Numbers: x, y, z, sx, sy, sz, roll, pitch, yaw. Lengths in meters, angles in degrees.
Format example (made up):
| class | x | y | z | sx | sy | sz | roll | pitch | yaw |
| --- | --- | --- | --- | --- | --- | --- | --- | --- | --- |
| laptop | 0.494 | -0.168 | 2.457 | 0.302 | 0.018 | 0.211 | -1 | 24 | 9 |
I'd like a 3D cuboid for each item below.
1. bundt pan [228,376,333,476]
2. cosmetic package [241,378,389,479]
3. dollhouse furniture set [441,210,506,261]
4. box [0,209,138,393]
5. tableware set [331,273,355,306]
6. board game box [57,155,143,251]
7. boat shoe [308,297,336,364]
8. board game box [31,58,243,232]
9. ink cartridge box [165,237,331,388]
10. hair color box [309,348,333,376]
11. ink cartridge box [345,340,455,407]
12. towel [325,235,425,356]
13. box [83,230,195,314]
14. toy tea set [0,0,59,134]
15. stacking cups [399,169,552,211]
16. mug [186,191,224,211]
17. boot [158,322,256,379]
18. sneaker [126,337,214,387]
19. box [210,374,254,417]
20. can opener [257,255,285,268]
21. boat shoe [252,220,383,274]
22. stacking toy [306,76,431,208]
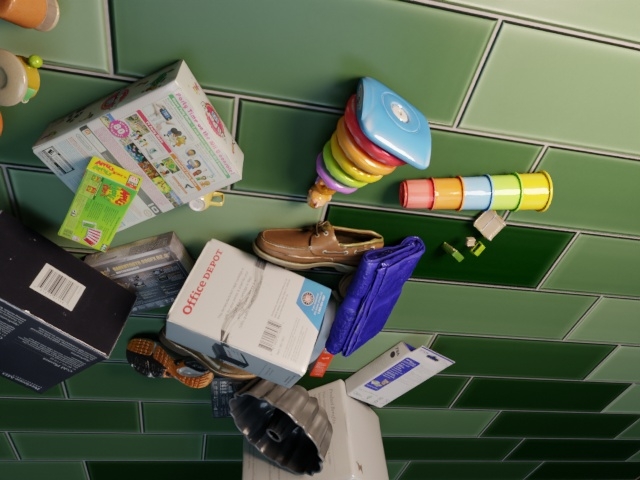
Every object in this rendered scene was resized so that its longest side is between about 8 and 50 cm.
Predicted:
| class | x | y | z | sx | sy | sz | roll | pitch | yaw |
| --- | --- | --- | --- | --- | --- | --- | --- | --- | --- |
| bundt pan | -0.103 | 0.524 | 1.357 | 0.331 | 0.124 | 0.330 | 20 | 131 | 25 |
| cosmetic package | -0.015 | 0.739 | 1.566 | 0.394 | 0.329 | 0.327 | -24 | 129 | 15 |
| dollhouse furniture set | 0.378 | -0.017 | 1.150 | 0.076 | 0.058 | 0.151 | 38 | 99 | -24 |
| box | -0.665 | 0.156 | 1.035 | 0.313 | 0.178 | 0.343 | -29 | 124 | 29 |
| tableware set | 0.098 | 0.141 | 1.239 | 0.128 | 0.039 | 0.194 | -34 | 136 | -7 |
| board game box | -0.419 | -0.064 | 0.879 | 0.092 | 0.043 | 0.181 | 25 | 125 | -25 |
| boat shoe | -0.090 | 0.266 | 1.286 | 0.157 | 0.135 | 0.367 | 17 | 137 | -16 |
| board game box | -0.334 | -0.169 | 0.887 | 0.304 | 0.097 | 0.224 | -19 | 131 | 12 |
| ink cartridge box | -0.160 | 0.165 | 1.054 | 0.308 | 0.223 | 0.129 | 24 | 144 | -5 |
| hair color box | 0.004 | 0.339 | 1.388 | 0.043 | 0.071 | 0.141 | 10 | 130 | -14 |
| ink cartridge box | 0.251 | 0.424 | 1.497 | 0.165 | 0.065 | 0.333 | 32 | 122 | -29 |
| towel | 0.141 | 0.144 | 1.142 | 0.228 | 0.076 | 0.308 | -16 | 137 | -44 |
| box | -0.423 | 0.087 | 1.126 | 0.231 | 0.056 | 0.183 | -15 | 130 | 7 |
| toy tea set | -0.550 | -0.290 | 0.770 | 0.336 | 0.124 | 0.199 | -21 | 101 | 16 |
| stacking cups | 0.338 | -0.108 | 1.020 | 0.317 | 0.096 | 0.095 | 0 | 131 | -5 |
| mug | -0.250 | -0.096 | 0.980 | 0.078 | 0.064 | 0.062 | -14 | 131 | 5 |
| boot | -0.281 | 0.285 | 1.277 | 0.306 | 0.112 | 0.115 | 30 | 111 | -17 |
| sneaker | -0.424 | 0.346 | 1.332 | 0.263 | 0.121 | 0.099 | 21 | 88 | 1 |
| box | -0.259 | 0.489 | 1.497 | 0.184 | 0.059 | 0.232 | 1 | 130 | -7 |
| can opener | -0.113 | 0.072 | 1.151 | 0.059 | 0.073 | 0.186 | -18 | 140 | -2 |
| boat shoe | 0.000 | 0.000 | 1.076 | 0.308 | 0.110 | 0.104 | 6 | 127 | -25 |
| stacking toy | 0.058 | -0.158 | 0.927 | 0.166 | 0.175 | 0.302 | 25 | 138 | -25 |
